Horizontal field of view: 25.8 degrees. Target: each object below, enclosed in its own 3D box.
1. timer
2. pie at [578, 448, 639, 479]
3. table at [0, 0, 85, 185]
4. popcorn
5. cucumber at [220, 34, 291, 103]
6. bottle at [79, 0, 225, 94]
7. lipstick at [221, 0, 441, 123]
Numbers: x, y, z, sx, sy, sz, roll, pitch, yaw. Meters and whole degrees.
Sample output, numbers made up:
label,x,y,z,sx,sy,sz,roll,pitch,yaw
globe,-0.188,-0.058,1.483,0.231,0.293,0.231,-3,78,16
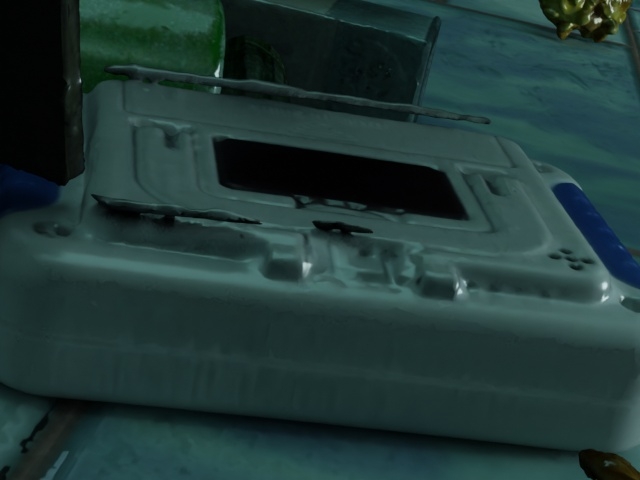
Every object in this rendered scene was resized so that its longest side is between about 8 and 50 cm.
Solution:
label,x,y,z,sx,sy,sz,roll,pitch,yaw
timer,0.000,0.000,0.544,0.253,0.078,0.178,8,23,-12
pie,0.130,0.125,0.369,0.088,0.033,0.191,22,17,-17
table,-0.241,-0.071,0.353,0.282,0.196,0.250,18,39,14
popcorn,0.217,-0.202,1.155,0.082,0.083,0.057,38,-22,-25
cucumber,-0.039,-0.074,0.742,0.048,0.048,0.105,9,23,-8
bottle,-0.213,-0.097,0.647,0.330,0.093,0.093,6,23,-15
lipstick,-0.091,-0.132,0.831,0.317,0.066,0.068,14,23,5
